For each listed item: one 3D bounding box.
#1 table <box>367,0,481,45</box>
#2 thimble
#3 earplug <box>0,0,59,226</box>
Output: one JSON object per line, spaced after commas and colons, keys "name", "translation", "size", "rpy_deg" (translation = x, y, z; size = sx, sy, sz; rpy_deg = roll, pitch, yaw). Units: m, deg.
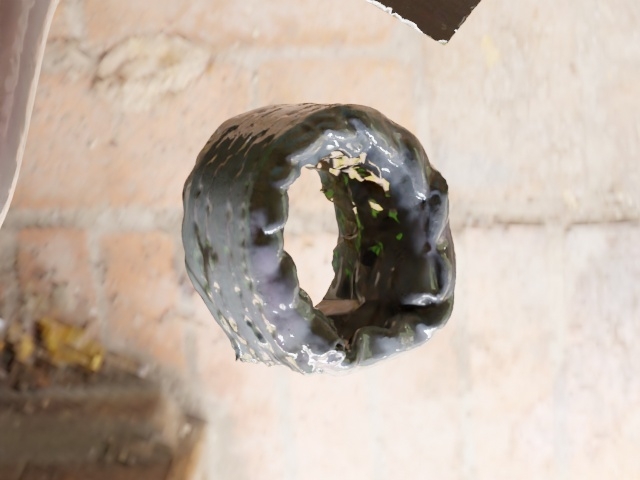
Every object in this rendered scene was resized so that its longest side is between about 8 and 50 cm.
{"name": "table", "translation": [0.069, -0.300, 1.599], "size": [0.169, 0.193, 0.172], "rpy_deg": [28, 118, -22]}
{"name": "thimble", "translation": [-0.002, -0.002, 1.109], "size": [0.127, 0.118, 0.151], "rpy_deg": [-19, 101, -24]}
{"name": "earplug", "translation": [-0.249, -0.083, 1.211], "size": [0.172, 0.301, 0.172], "rpy_deg": [5, 156, 2]}
